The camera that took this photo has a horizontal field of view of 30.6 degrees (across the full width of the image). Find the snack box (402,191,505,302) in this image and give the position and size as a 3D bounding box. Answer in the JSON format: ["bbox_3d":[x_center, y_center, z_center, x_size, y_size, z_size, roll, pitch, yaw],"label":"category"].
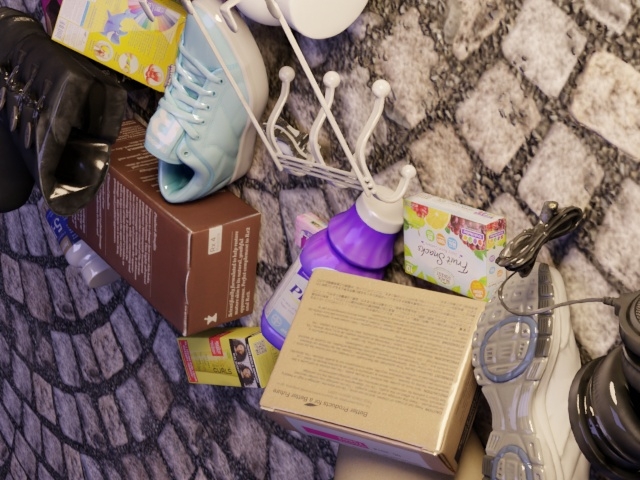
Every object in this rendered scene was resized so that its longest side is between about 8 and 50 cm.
[{"bbox_3d":[0.159,0.007,1.401,0.141,0.037,0.100,21,123,48],"label":"snack box"}]

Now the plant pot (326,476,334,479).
[{"bbox_3d":[0.000,0.511,1.754,0.165,0.165,0.234,45,145,33],"label":"plant pot"}]

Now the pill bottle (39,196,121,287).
[{"bbox_3d":[-0.425,-0.014,2.134,0.187,0.112,0.112,60,144,17],"label":"pill bottle"}]

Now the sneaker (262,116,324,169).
[{"bbox_3d":[-0.033,-0.130,1.612,0.109,0.040,0.044,41,167,28],"label":"sneaker"}]

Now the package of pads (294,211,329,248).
[{"bbox_3d":[0.000,0.000,1.622,0.083,0.032,0.050,33,130,43],"label":"package of pads"}]

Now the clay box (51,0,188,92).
[{"bbox_3d":[-0.282,-0.317,1.761,0.222,0.053,0.127,26,116,4],"label":"clay box"}]

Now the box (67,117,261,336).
[{"bbox_3d":[-0.261,-0.033,1.878,0.381,0.143,0.191,39,133,41],"label":"box"}]

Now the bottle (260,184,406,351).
[{"bbox_3d":[0.022,0.045,1.540,0.118,0.092,0.283,31,129,-4],"label":"bottle"}]

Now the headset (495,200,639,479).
[{"bbox_3d":[0.344,0.116,1.147,0.394,0.185,0.243,38,139,18],"label":"headset"}]

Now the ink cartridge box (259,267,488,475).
[{"bbox_3d":[0.073,0.151,1.383,0.234,0.193,0.088,11,157,27],"label":"ink cartridge box"}]

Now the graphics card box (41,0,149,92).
[{"bbox_3d":[-0.371,-0.430,1.888,0.233,0.094,0.371,15,118,50],"label":"graphics card box"}]

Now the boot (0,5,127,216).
[{"bbox_3d":[-0.444,-0.143,1.843,0.445,0.146,0.367,37,126,50],"label":"boot"}]

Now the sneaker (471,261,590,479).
[{"bbox_3d":[0.246,0.173,1.296,0.111,0.129,0.297,-4,82,50],"label":"sneaker"}]

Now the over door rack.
[{"bbox_3d":[-0.038,-0.194,1.401,0.324,0.108,0.239,49,164,-30],"label":"over door rack"}]

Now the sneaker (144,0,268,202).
[{"bbox_3d":[-0.168,-0.174,1.613,0.135,0.150,0.366,39,149,24],"label":"sneaker"}]

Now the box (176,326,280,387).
[{"bbox_3d":[-0.144,0.186,1.883,0.232,0.058,0.087,-4,102,55],"label":"box"}]

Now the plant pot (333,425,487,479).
[{"bbox_3d":[0.116,0.315,1.450,0.256,0.256,0.274,-25,68,55],"label":"plant pot"}]

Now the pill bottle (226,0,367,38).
[{"bbox_3d":[-0.074,-0.368,1.438,0.301,0.169,0.169,42,136,36],"label":"pill bottle"}]
